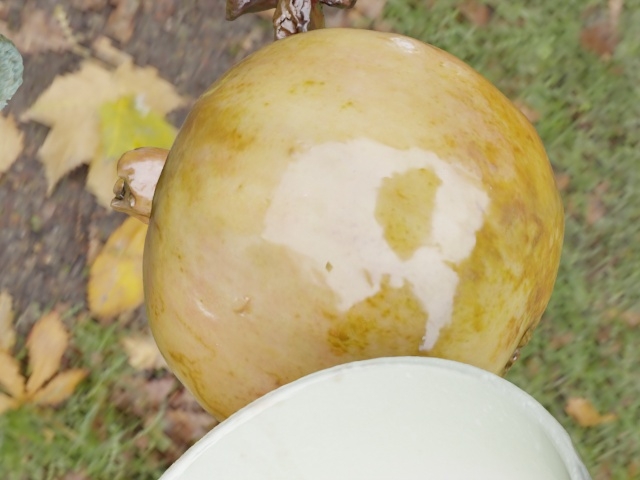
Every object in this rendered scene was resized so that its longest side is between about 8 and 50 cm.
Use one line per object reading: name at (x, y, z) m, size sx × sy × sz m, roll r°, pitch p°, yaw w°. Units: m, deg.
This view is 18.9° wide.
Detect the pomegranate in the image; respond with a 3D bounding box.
pomegranate at (0.000, 0.000, 1.120) m, size 0.270 × 0.252 × 0.229 m, roll 26°, pitch 44°, yaw 13°

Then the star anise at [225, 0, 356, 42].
star anise at (-0.015, -0.197, 1.296) m, size 0.140 × 0.144 × 0.158 m, roll -21°, pitch 72°, yaw 8°

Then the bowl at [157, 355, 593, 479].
bowl at (0.029, 0.204, 0.898) m, size 0.145 × 0.277 × 0.277 m, roll 54°, pitch 54°, yaw -40°

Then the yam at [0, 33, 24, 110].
yam at (-0.326, -0.099, 0.972) m, size 0.271 × 0.201 × 0.202 m, roll 35°, pitch 92°, yaw 5°
